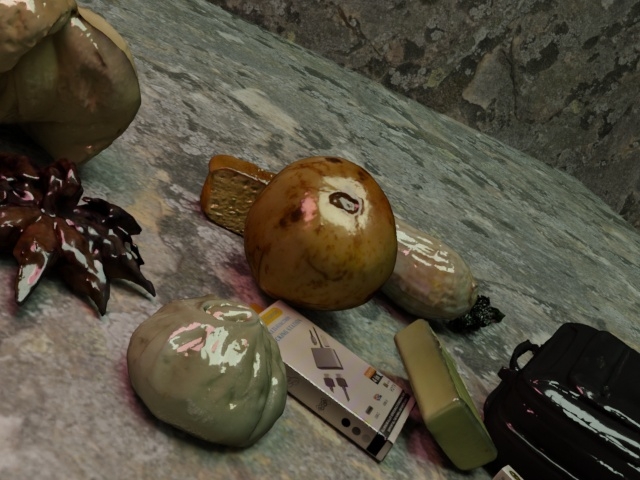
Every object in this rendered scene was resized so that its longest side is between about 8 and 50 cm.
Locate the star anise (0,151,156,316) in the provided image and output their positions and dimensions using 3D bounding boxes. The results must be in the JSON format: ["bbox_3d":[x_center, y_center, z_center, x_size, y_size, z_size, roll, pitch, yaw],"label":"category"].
[{"bbox_3d":[-0.288,-0.029,0.821,0.272,0.102,0.272,28,24,-14],"label":"star anise"}]

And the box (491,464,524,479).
[{"bbox_3d":[0.225,0.306,0.843,0.083,0.054,0.024,44,20,28],"label":"box"}]

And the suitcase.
[{"bbox_3d":[0.394,0.268,1.006,0.339,0.188,0.345,34,23,20],"label":"suitcase"}]

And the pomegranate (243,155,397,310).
[{"bbox_3d":[0.000,0.000,1.013,0.215,0.215,0.215,27,22,-12],"label":"pomegranate"}]

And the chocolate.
[{"bbox_3d":[0.115,0.026,1.199,0.309,0.134,0.134,33,22,4],"label":"chocolate"}]

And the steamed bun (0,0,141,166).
[{"bbox_3d":[-0.421,-0.249,0.923,0.324,0.230,0.372,20,-19,33],"label":"steamed bun"}]

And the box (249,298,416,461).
[{"bbox_3d":[-0.002,0.154,0.895,0.247,0.033,0.129,35,21,9],"label":"box"}]

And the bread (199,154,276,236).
[{"bbox_3d":[-0.096,-0.057,1.132,0.187,0.103,0.065,27,22,-15],"label":"bread"}]

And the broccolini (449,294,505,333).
[{"bbox_3d":[0.295,0.138,1.301,0.201,0.074,0.058,21,58,-52],"label":"broccolini"}]

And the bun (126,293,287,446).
[{"bbox_3d":[-0.101,0.117,0.755,0.183,0.102,0.183,28,24,-14],"label":"bun"}]

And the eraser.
[{"bbox_3d":[0.154,0.192,0.935,0.117,0.058,0.172,55,9,-29],"label":"eraser"}]
